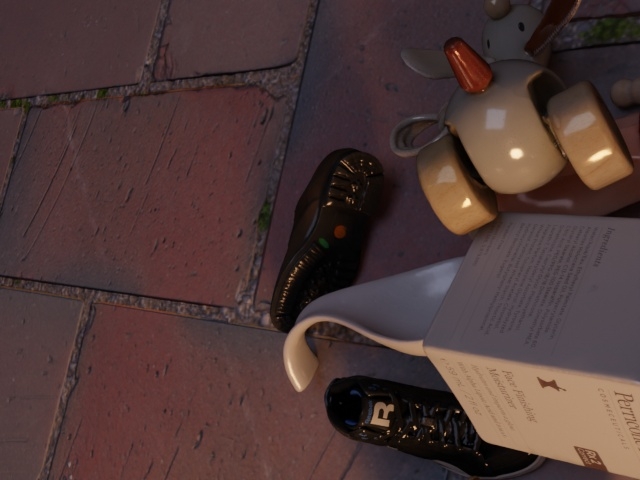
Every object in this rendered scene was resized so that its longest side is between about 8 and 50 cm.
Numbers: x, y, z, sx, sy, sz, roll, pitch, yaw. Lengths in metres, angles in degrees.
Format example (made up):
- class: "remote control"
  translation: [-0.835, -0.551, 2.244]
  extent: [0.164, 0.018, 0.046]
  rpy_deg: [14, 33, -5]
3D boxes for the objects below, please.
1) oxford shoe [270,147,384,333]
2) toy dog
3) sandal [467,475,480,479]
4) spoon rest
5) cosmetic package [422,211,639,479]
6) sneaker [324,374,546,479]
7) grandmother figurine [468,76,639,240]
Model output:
- class: "oxford shoe"
  translation: [0.000, 0.000, 0.984]
  extent: [0.227, 0.082, 0.096]
  rpy_deg: [-65, 26, 5]
- class: "toy dog"
  translation: [0.151, -0.151, 0.747]
  extent: [0.220, 0.161, 0.334]
  rpy_deg: [-32, 26, 6]
- class: "sandal"
  translation: [0.155, 0.252, 0.764]
  extent: [0.240, 0.088, 0.079]
  rpy_deg: [-15, 52, 28]
- class: "spoon rest"
  translation: [0.065, 0.081, 0.871]
  extent: [0.276, 0.084, 0.137]
  rpy_deg: [-24, 21, 33]
- class: "cosmetic package"
  translation: [0.214, 0.082, 0.687]
  extent: [0.183, 0.151, 0.151]
  rpy_deg: [5, 52, 42]
- class: "sneaker"
  translation: [0.095, 0.177, 0.801]
  extent: [0.216, 0.121, 0.079]
  rpy_deg: [2, 77, 40]
- class: "grandmother figurine"
  translation: [0.292, -0.077, 0.739]
  extent: [0.342, 0.104, 0.208]
  rpy_deg: [-21, 57, 33]
